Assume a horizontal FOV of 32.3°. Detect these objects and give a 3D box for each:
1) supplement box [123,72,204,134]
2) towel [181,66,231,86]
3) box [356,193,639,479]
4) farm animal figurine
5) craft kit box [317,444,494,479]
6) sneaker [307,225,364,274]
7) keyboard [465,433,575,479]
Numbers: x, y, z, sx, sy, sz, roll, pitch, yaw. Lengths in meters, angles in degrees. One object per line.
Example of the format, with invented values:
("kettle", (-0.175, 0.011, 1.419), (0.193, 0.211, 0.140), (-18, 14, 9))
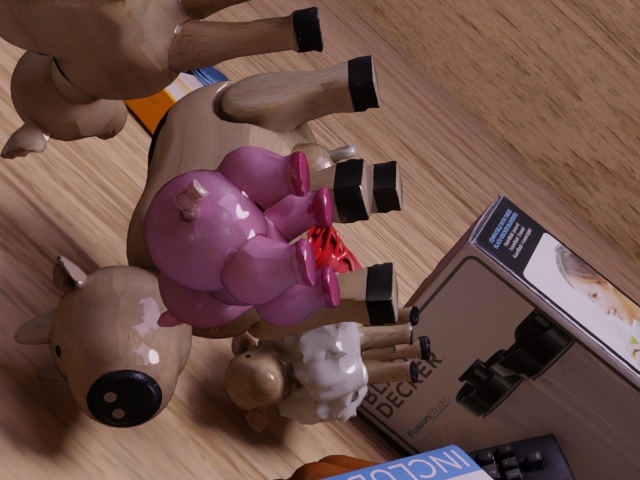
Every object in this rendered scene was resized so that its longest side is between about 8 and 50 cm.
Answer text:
("supplement box", (-0.124, -0.115, 0.951), (0.062, 0.036, 0.098), (47, 17, 16))
("towel", (-0.099, -0.148, 1.108), (0.119, 0.029, 0.067), (33, 18, -29))
("box", (0.176, 0.127, 0.759), (0.290, 0.169, 0.087), (40, 34, 3))
("farm animal figurine", (-0.060, -0.006, 0.523), (0.327, 0.172, 0.330), (-67, 148, -68))
("craft kit box", (0.018, 0.166, 0.285), (0.249, 0.061, 0.246), (-6, 29, -36))
("sneaker", (0.000, 0.000, 0.798), (0.128, 0.087, 0.221), (45, -1, -5))
("keyboard", (0.142, 0.194, 0.571), (0.317, 0.201, 0.033), (-95, 176, -67))
